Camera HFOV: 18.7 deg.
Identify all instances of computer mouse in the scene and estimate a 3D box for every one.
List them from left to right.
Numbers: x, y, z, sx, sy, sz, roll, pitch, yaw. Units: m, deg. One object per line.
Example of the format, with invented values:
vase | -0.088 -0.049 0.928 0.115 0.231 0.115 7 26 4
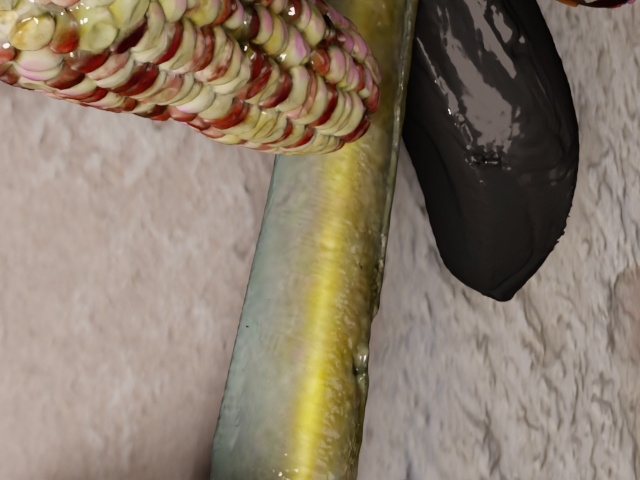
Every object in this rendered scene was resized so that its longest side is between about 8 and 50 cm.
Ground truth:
computer mouse | 0.095 -0.065 1.054 0.122 0.073 0.217 -55 133 -45

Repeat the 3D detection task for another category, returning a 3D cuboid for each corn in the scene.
corn | -0.062 -0.087 0.777 0.280 0.092 0.092 19 72 -62

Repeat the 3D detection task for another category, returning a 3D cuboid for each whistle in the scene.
whistle | 0.001 0.000 0.901 0.068 0.057 0.326 23 65 -33

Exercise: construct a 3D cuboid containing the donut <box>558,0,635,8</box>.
donut | 0.190 -0.227 1.096 0.235 0.089 0.235 -50 169 -13
